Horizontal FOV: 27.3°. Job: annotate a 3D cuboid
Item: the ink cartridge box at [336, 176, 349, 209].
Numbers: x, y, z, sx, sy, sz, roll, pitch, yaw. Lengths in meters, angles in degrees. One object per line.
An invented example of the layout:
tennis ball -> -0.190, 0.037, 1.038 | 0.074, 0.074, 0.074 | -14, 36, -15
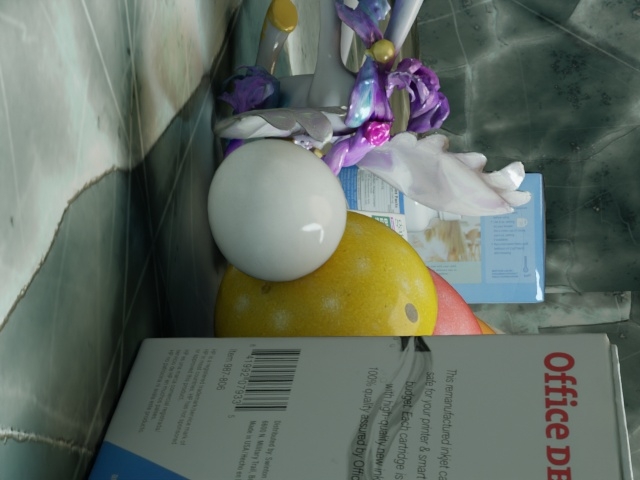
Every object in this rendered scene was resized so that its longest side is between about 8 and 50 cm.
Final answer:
ink cartridge box -> 0.000, 0.000, 1.847 | 0.109, 0.063, 0.150 | 70, 21, -60

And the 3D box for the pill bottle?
pill bottle -> 0.101, -0.072, 1.988 | 0.124, 0.221, 0.124 | -2, 90, -81

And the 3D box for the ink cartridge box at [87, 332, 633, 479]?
ink cartridge box -> 0.034, 0.215, 1.007 | 0.285, 0.395, 0.166 | -76, 162, -57

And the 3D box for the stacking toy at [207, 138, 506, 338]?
stacking toy -> 0.008, 0.094, 1.231 | 0.480, 0.350, 0.351 | 62, 26, -46

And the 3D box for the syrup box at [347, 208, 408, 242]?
syrup box -> 0.026, 0.012, 1.687 | 0.237, 0.096, 0.093 | 3, 80, -61

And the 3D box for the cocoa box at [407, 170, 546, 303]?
cocoa box -> 0.226, -0.006, 2.344 | 0.228, 0.347, 0.231 | -12, 101, -80

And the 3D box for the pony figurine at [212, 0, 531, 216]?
pony figurine -> 0.021, -0.136, 1.347 | 0.351, 0.303, 0.363 | -15, -121, 61
